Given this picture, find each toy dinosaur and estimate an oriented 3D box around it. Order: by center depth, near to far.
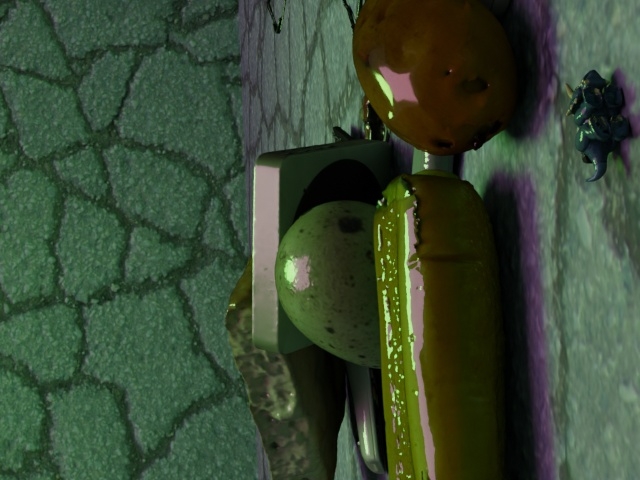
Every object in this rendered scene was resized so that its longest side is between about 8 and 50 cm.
[{"bbox_3d":[0.204,-0.086,0.784,0.047,0.031,0.083,107,160,-65],"label":"toy dinosaur"}]

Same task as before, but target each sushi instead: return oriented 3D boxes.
[{"bbox_3d":[0.076,-0.212,1.517,0.201,0.031,0.139,99,166,-46],"label":"sushi"}]

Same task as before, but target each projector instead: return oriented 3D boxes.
[{"bbox_3d":[0.000,0.000,1.421,0.079,0.257,0.259,10,105,34],"label":"projector"}]

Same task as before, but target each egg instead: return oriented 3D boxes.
[{"bbox_3d":[0.048,0.058,1.260,0.228,0.177,0.177,50,172,-6],"label":"egg"}]

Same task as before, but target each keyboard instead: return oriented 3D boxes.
[{"bbox_3d":[0.053,-0.127,1.653,0.250,0.017,0.087,-122,15,-72],"label":"keyboard"}]

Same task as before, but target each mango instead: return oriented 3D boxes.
[{"bbox_3d":[0.106,-0.182,1.023,0.248,0.151,0.156,-103,28,-49],"label":"mango"}]

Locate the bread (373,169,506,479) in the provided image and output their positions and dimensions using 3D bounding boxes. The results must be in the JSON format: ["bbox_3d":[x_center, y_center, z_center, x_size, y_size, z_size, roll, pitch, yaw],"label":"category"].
[{"bbox_3d":[0.125,0.117,1.032,0.166,0.112,0.383,144,124,-75],"label":"bread"}]

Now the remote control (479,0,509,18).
[{"bbox_3d":[0.155,-0.316,1.071,0.077,0.022,0.245,98,167,-48],"label":"remote control"}]

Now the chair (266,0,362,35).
[{"bbox_3d":[0.000,-0.443,1.634,0.145,0.140,0.221,-105,19,-52],"label":"chair"}]

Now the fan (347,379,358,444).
[{"bbox_3d":[0.055,0.222,1.759,0.131,0.009,0.240,146,123,-79],"label":"fan"}]

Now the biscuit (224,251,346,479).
[{"bbox_3d":[-0.025,0.173,1.654,0.446,0.104,0.429,-70,-31,-63],"label":"biscuit"}]

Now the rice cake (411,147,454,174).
[{"bbox_3d":[0.129,-0.094,1.193,0.080,0.042,0.221,-101,13,-67],"label":"rice cake"}]

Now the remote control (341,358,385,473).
[{"bbox_3d":[0.053,0.187,1.575,0.109,0.055,0.313,71,-169,-65],"label":"remote control"}]
